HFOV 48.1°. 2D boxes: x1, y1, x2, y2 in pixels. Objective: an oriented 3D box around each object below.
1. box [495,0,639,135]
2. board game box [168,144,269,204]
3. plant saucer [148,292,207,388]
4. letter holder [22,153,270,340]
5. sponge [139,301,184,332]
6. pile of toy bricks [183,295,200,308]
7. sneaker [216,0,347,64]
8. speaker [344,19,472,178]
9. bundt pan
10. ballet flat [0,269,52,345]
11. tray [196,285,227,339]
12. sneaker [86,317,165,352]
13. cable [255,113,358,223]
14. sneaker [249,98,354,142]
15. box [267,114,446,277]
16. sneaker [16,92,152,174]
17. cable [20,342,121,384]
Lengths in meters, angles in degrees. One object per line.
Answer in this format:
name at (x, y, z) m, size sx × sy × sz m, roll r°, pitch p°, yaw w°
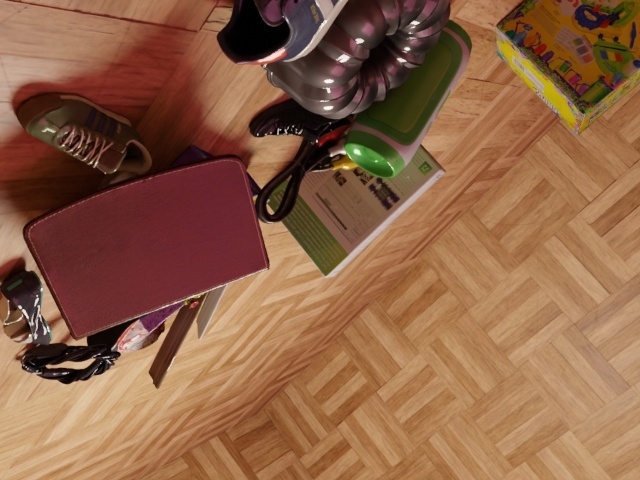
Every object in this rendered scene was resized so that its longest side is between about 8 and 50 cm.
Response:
box at (0.606, -0.455, 1.649) m, size 0.279 × 0.290 × 0.177 m, roll -40°, pitch 165°, yaw 7°
board game box at (-0.278, -0.002, 1.279) m, size 0.347 × 0.078 × 0.233 m, roll -42°, pitch 164°, yaw 9°
plant saucer at (-0.316, 0.198, 1.610) m, size 0.278 × 0.041 × 0.278 m, roll -62°, pitch -174°, yaw 12°
letter holder at (-0.254, -0.028, 1.039) m, size 0.301 × 0.152 × 0.215 m, roll -21°, pitch 128°, yaw -13°
sponge at (-0.240, 0.084, 1.322) m, size 0.210 × 0.031 × 0.117 m, roll -39°, pitch -171°, yaw -6°
pile of toy bricks at (-0.234, 0.064, 1.215) m, size 0.212 × 0.105 × 0.118 m, roll -33°, pitch 164°, yaw -19°
sneaker at (-0.020, -0.335, 0.838) m, size 0.148 × 0.131 × 0.350 m, roll -31°, pitch 164°, yaw -42°
speaker at (0.162, -0.263, 1.315) m, size 0.297 × 0.131 × 0.131 m, roll -58°, pitch 169°, yaw -14°
bundt pan at (0.075, -0.320, 1.119) m, size 0.330 × 0.124 × 0.331 m, roll -36°, pitch 164°, yaw -12°
ballet flat at (-0.485, 0.121, 1.167) m, size 0.074 × 0.074 × 0.203 m, roll -30°, pitch 156°, yaw -31°
tray at (-0.229, 0.098, 1.642) m, size 0.145 × 0.030 × 0.270 m, roll -76°, pitch -167°, yaw -49°
sneaker at (-0.353, 0.145, 1.506) m, size 0.270 × 0.090 × 0.145 m, roll -39°, pitch 166°, yaw 10°
cable at (-0.015, -0.150, 1.318) m, size 0.287 × 0.140 × 0.072 m, roll -41°, pitch -153°, yaw -30°
sneaker at (-0.032, -0.204, 1.255) m, size 0.170 × 0.089 × 0.051 m, roll -33°, pitch 163°, yaw -24°
box at (0.059, -0.114, 1.455) m, size 0.322 × 0.232 × 0.058 m, roll -43°, pitch 164°, yaw 15°
sneaker at (-0.282, -0.125, 0.904) m, size 0.064 × 0.086 × 0.192 m, roll -44°, pitch 164°, yaw 16°
cable at (-0.485, 0.247, 1.416) m, size 0.184 × 0.047 × 0.151 m, roll -7°, pitch 147°, yaw -6°
